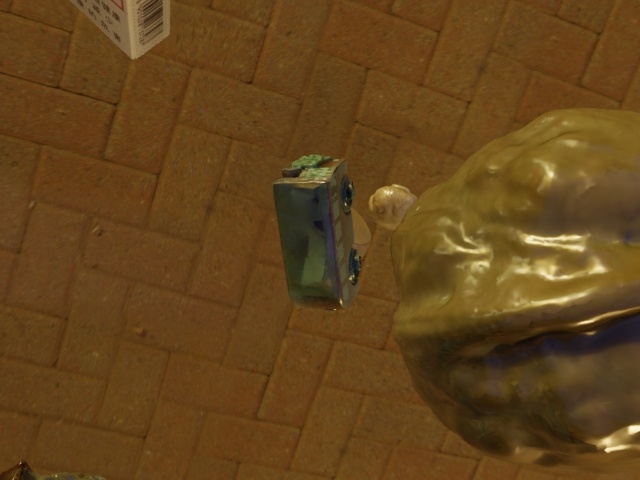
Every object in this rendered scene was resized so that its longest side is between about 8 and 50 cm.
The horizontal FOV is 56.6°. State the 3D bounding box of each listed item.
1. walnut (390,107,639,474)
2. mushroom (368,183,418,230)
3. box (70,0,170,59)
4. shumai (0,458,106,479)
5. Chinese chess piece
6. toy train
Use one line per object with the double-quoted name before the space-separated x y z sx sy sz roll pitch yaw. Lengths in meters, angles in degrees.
"walnut" 0.202 0.046 0.511 0.253 0.276 0.282 28 56 -39
"mushroom" 0.188 -0.082 1.489 0.148 0.148 0.112 19 85 -15
"box" -0.322 -0.445 0.864 0.210 0.330 0.095 43 69 1
"shumai" -0.246 0.235 0.492 0.124 0.099 0.087 -46 118 -4
"Chinese chess piece" 0.008 -0.035 1.483 0.250 0.251 0.097 30 115 -16
"toy train" 0.000 0.000 1.150 0.129 0.159 0.327 2 113 21
